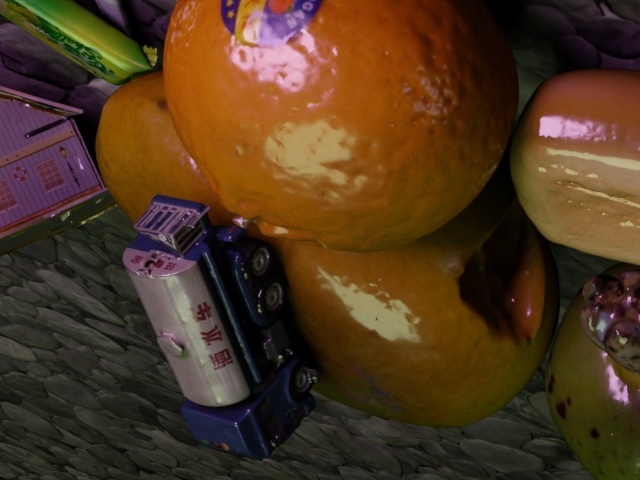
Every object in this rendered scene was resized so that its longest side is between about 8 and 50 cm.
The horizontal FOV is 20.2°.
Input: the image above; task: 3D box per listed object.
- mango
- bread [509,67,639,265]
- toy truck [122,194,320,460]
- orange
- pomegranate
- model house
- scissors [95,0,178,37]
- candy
[{"bbox_3d":[0.000,0.000,1.298,0.365,0.182,0.253,28,155,-5],"label":"mango"},{"bbox_3d":[0.225,-0.042,1.098,0.217,0.098,0.147,15,156,16],"label":"bread"},{"bbox_3d":[-0.068,0.059,1.207,0.074,0.088,0.202,10,135,34],"label":"toy truck"},{"bbox_3d":[0.010,-0.094,1.096,0.219,0.193,0.219,12,170,2],"label":"orange"},{"bbox_3d":[0.247,0.087,1.229,0.202,0.202,0.248,10,163,30],"label":"pomegranate"},{"bbox_3d":[-0.259,-0.067,1.517,0.136,0.207,0.219,64,162,-1],"label":"model house"},{"bbox_3d":[-0.193,-0.245,1.157,0.256,0.029,0.383,3,152,31],"label":"scissors"},{"bbox_3d":[-0.203,-0.166,1.308,0.178,0.032,0.102,32,171,-11],"label":"candy"}]
